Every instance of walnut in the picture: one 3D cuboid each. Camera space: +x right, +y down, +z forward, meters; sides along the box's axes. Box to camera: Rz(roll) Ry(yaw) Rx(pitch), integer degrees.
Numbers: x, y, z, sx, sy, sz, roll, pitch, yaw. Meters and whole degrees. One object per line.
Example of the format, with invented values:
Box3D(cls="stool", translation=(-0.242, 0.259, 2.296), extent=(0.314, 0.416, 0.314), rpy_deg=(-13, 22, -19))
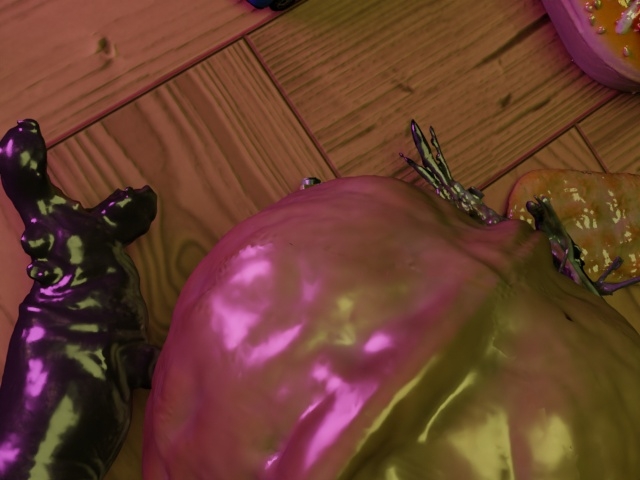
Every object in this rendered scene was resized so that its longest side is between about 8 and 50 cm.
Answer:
Box3D(cls="walnut", translation=(0.049, 0.146, 0.638), extent=(0.381, 0.381, 0.381), rpy_deg=(2, 81, -15))

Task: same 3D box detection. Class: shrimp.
Box3D(cls="shrimp", translation=(0.200, 0.043, 0.831), extent=(0.172, 0.137, 0.372), rpy_deg=(-27, 98, -1))

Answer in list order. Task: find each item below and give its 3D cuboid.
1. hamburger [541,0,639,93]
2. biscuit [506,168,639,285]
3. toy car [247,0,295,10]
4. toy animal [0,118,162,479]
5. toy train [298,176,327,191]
Box3D(cls="hamburger", translation=(0.325, -0.292, 0.923), extent=(0.227, 0.151, 0.295), rpy_deg=(-29, 88, -20))
Box3D(cls="biscuit", translation=(0.303, -0.013, 0.932), extent=(0.247, 0.029, 0.118), rpy_deg=(2, 80, -15))
Box3D(cls="toy car", translation=(0.003, -0.298, 0.879), extent=(0.216, 0.063, 0.103), rpy_deg=(-28, 89, -17))
Box3D(cls="toy animal", translation=(-0.189, 0.077, 0.748), extent=(0.168, 0.106, 0.343), rpy_deg=(5, 79, -23))
Box3D(cls="toy train", translation=(0.000, 0.000, 0.823), extent=(0.050, 0.081, 0.122), rpy_deg=(-1, 82, -21))
